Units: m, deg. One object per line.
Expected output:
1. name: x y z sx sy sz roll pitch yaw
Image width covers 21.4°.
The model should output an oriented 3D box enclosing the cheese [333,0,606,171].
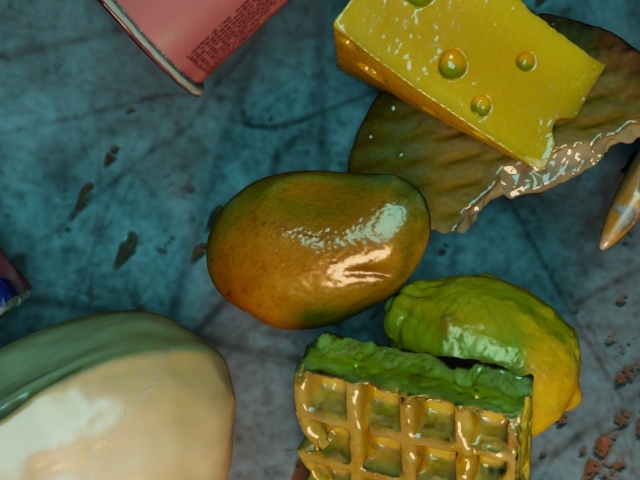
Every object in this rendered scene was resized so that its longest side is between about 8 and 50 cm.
1. cheese: 0.104 -0.128 1.186 0.171 0.126 0.093 32 84 6

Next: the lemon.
1. lemon: 0.114 0.080 1.199 0.155 0.114 0.114 25 87 -1

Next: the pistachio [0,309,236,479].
1. pistachio: -0.195 0.156 1.147 0.299 0.187 0.187 -27 89 -7

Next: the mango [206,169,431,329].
1. mango: -0.001 0.007 1.196 0.165 0.089 0.115 0 110 14

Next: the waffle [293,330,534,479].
1. waffle: 0.063 0.171 1.178 0.160 0.055 0.211 12 128 17

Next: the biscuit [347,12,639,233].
1. biscuit: 0.137 -0.080 1.209 0.228 0.031 0.176 10 75 22

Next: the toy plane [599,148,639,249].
1. toy plane: 0.288 -0.127 1.227 0.204 0.103 0.316 33 94 1

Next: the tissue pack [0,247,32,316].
1. tissue pack: -0.362 -0.013 1.175 0.209 0.137 0.270 -35 93 -3

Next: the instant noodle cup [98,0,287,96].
1. instant noodle cup: -0.055 -0.259 1.122 0.255 0.244 0.244 -37 90 7
